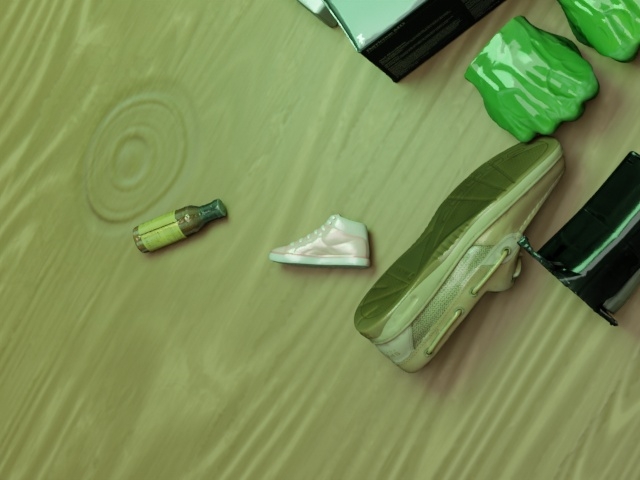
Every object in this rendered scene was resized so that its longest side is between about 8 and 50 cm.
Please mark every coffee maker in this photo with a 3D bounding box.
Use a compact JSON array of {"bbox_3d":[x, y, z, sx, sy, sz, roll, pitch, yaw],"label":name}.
[{"bbox_3d":[0.353,-0.010,1.691,0.178,0.171,0.120,-49,59,6],"label":"coffee maker"}]

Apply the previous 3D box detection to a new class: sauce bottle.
[{"bbox_3d":[-0.189,-0.021,1.917,0.128,0.042,0.042,-19,81,14],"label":"sauce bottle"}]

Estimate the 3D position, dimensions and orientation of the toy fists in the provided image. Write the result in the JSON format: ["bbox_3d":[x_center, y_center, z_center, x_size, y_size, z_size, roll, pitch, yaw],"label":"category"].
[{"bbox_3d":[0.316,-0.244,1.757,0.279,0.096,0.142,-46,74,8],"label":"toy fists"}]

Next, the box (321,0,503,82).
[{"bbox_3d":[0.148,-0.328,1.767,0.261,0.184,0.103,-37,77,10],"label":"box"}]

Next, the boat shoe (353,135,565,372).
[{"bbox_3d":[0.191,0.015,1.777,0.341,0.121,0.110,-46,110,0],"label":"boat shoe"}]

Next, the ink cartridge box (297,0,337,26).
[{"bbox_3d":[0.016,-0.408,1.862,0.153,0.087,0.208,40,98,16],"label":"ink cartridge box"}]

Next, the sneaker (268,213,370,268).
[{"bbox_3d":[0.000,0.000,1.856,0.134,0.051,0.070,1,85,13],"label":"sneaker"}]
